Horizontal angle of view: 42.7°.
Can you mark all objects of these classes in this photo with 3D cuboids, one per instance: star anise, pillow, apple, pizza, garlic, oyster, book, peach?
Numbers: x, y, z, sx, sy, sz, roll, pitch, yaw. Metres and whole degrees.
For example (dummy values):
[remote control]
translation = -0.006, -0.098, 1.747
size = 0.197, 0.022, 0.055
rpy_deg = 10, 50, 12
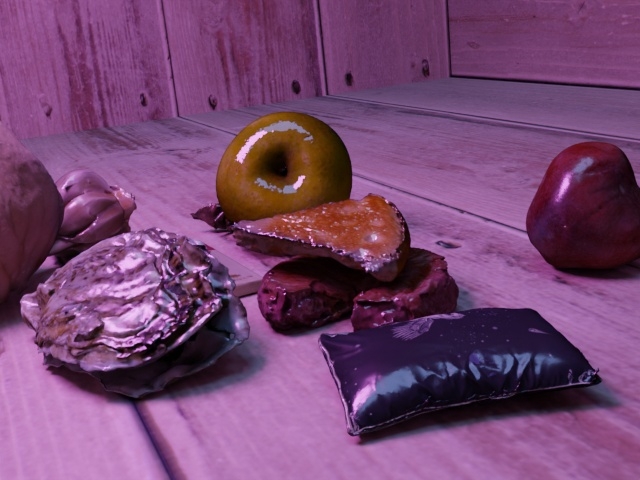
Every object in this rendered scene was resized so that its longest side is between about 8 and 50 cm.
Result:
[star anise]
translation = -0.122, -0.046, 1.278
size = 0.129, 0.056, 0.124
rpy_deg = -19, 20, -37
[pillow]
translation = 0.110, 0.102, 0.696
size = 0.208, 0.055, 0.141
rpy_deg = -9, 24, -7
[apple]
translation = -0.048, -0.083, 1.156
size = 0.196, 0.196, 0.157
rpy_deg = -6, -7, -1
[pizza]
translation = 0.000, 0.000, 0.892
size = 0.195, 0.052, 0.185
rpy_deg = 1, 24, 2
[garlic]
translation = -0.375, -0.020, 1.198
size = 0.194, 0.127, 0.131
rpy_deg = -43, -6, -40
[oyster]
translation = -0.194, 0.072, 0.838
size = 0.198, 0.112, 0.267
rpy_deg = -36, 35, -20
[book]
translation = -0.189, 0.045, 1.049
size = 0.162, 0.022, 0.232
rpy_deg = -14, 17, -25
[peach]
translation = 0.312, -0.032, 0.945
size = 0.152, 0.152, 0.152
rpy_deg = -5, 16, 2

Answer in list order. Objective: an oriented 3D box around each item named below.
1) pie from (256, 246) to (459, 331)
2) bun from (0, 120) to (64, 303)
[pie]
translation = 0.040, 0.050, 0.890
size = 0.218, 0.054, 0.204
rpy_deg = -1, 17, 17
[bun]
translation = -0.438, -0.022, 1.012
size = 0.281, 0.205, 0.281
rpy_deg = -38, 26, 22
